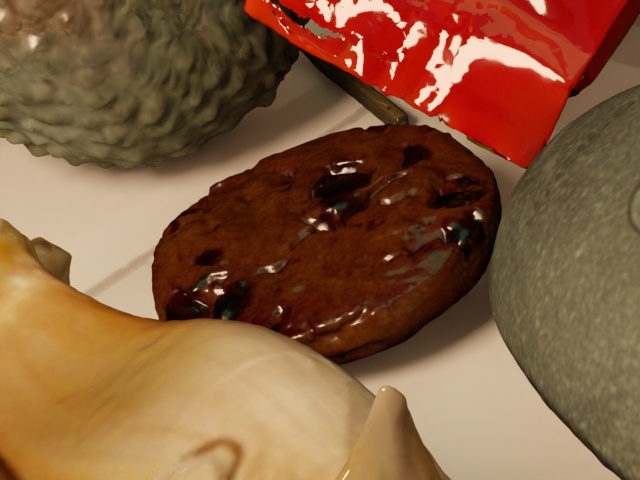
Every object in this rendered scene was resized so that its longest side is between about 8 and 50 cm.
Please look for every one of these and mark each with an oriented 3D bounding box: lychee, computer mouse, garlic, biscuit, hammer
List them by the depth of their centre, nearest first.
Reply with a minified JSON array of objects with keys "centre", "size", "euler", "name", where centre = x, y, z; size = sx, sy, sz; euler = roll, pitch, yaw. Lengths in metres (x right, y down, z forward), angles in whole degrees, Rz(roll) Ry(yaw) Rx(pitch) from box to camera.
[{"centre":[-0.106,0.107,0.675],"size":[0.313,0.286,0.249],"euler":[32,97,45],"name":"garlic"},{"centre":[0.192,0.031,0.788],"size":[0.203,0.114,0.374],"euler":[-47,40,-6],"name":"computer mouse"},{"centre":[0.000,0.000,0.968],"size":[0.192,0.049,0.192],"euler":[-19,28,10],"name":"biscuit"},{"centre":[-0.126,-0.170,1.084],"size":[0.255,0.255,0.274],"euler":[-29,28,-26],"name":"lychee"},{"centre":[-0.025,-0.133,1.211],"size":[0.058,0.029,0.292],"euler":[-25,39,-18],"name":"hammer"}]

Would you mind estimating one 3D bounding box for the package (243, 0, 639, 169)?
[{"centre":[0.121,-0.202,1.094],"size":[0.196,0.123,0.423],"euler":[30,36,8],"name":"package"}]
